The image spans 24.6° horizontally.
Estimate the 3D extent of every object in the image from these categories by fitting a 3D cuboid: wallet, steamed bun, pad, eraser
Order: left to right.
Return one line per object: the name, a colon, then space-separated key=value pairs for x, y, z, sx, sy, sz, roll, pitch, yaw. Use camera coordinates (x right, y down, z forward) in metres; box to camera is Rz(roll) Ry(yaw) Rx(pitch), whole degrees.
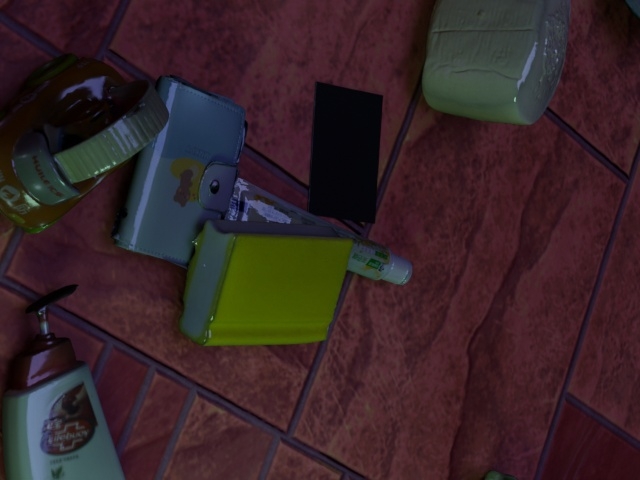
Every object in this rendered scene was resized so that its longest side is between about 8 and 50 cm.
wallet: x=-0.178 y=-0.085 z=1.873 sx=0.170 sy=0.069 sz=0.231 roll=17 pitch=88 yaw=-48
eraser: x=-0.071 y=0.056 z=1.921 sx=0.226 sy=0.069 sz=0.158 roll=3 pitch=111 yaw=-43
pad: x=0.036 y=-0.124 z=2.094 sx=0.127 sy=0.004 sz=0.190 roll=8 pitch=84 yaw=-39
steamed bun: x=0.263 y=-0.290 z=2.171 sx=0.155 sy=0.200 sz=0.250 roll=41 pitch=65 yaw=-58

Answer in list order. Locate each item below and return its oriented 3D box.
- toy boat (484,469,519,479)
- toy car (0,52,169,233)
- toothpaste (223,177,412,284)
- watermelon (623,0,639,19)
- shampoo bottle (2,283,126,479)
toy boat: x=0.290 y=0.404 z=2.239 sx=0.185 sy=0.071 sz=0.089 roll=44 pitch=61 yaw=-30
toy car: x=-0.277 y=-0.118 z=1.695 sx=0.235 sy=0.235 sz=0.145 roll=-46 pitch=116 yaw=-31
toothpaste: x=0.000 y=0.000 z=2.030 sx=0.314 sy=0.056 sz=0.058 roll=22 pitch=30 yaw=-33
watermelon: x=0.612 y=-0.495 z=2.479 sx=0.292 sy=0.319 sz=0.222 roll=-49 pitch=160 yaw=12
shampoo bottle: x=-0.309 y=0.199 z=1.748 sx=0.153 sy=0.071 sz=0.284 roll=-10 pitch=96 yaw=-41
